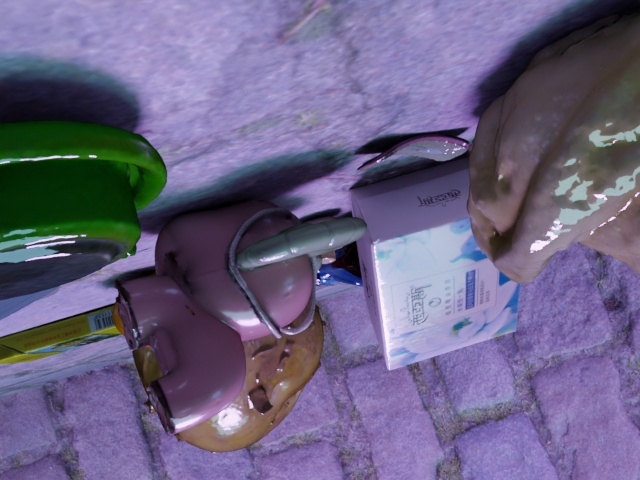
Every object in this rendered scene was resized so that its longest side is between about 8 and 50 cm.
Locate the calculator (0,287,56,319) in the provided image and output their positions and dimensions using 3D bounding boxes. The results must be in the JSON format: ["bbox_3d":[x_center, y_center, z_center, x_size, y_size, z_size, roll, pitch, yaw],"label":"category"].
[{"bbox_3d":[-0.350,0.059,0.665,0.185,0.041,0.299,-28,177,14],"label":"calculator"}]

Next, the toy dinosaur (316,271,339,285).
[{"bbox_3d":[-0.027,0.056,1.303,0.329,0.076,0.144,-9,175,21],"label":"toy dinosaur"}]

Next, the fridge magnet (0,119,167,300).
[{"bbox_3d":[-0.199,-0.015,0.430,0.208,0.088,0.208,-16,172,-2],"label":"fridge magnet"}]

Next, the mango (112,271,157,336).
[{"bbox_3d":[-0.235,0.103,1.087,0.147,0.109,0.227,-47,159,21],"label":"mango"}]

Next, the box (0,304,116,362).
[{"bbox_3d":[-0.464,0.177,1.333,0.335,0.047,0.187,-16,172,0],"label":"box"}]

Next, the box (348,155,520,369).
[{"bbox_3d":[0.162,0.034,0.931,0.203,0.116,0.274,-15,135,-4],"label":"box"}]

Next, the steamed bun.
[{"bbox_3d":[0.316,-0.076,0.598,0.372,0.230,0.325,-20,175,8],"label":"steamed bun"}]

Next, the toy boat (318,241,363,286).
[{"bbox_3d":[0.144,0.004,1.093,0.309,0.129,0.142,-17,178,0],"label":"toy boat"}]

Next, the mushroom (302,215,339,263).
[{"bbox_3d":[0.000,0.000,0.996,0.083,0.067,0.083,-11,166,-3],"label":"mushroom"}]

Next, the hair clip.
[{"bbox_3d":[0.100,-0.094,0.726,0.137,0.022,0.054,-11,171,-34],"label":"hair clip"}]

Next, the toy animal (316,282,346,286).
[{"bbox_3d":[0.024,0.066,1.484,0.176,0.073,0.217,-4,171,-33],"label":"toy animal"}]

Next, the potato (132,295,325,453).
[{"bbox_3d":[-0.167,0.283,1.486,0.385,0.319,0.442,-11,-174,40],"label":"potato"}]

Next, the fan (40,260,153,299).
[{"bbox_3d":[-0.360,0.060,0.874,0.310,0.010,0.182,-14,172,0],"label":"fan"}]

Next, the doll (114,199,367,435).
[{"bbox_3d":[-0.086,0.065,0.767,0.268,0.216,0.284,-20,171,-21],"label":"doll"}]
